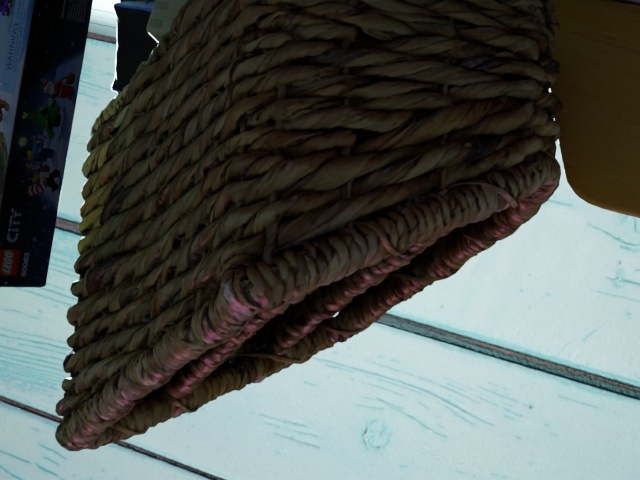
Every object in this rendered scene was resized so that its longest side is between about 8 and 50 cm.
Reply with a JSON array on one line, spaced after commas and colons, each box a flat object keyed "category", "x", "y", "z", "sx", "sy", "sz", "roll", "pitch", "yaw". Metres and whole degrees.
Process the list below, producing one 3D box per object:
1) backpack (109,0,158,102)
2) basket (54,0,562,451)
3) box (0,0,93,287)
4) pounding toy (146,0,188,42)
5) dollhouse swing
[{"category": "backpack", "x": -0.051, "y": -0.140, "z": 1.133, "sx": 0.173, "sy": 0.117, "sz": 0.158, "roll": -3, "pitch": -168, "yaw": -28}, {"category": "basket", "x": 0.000, "y": 0.000, "z": 0.851, "sx": 0.213, "sy": 0.223, "sz": 0.299, "roll": 14, "pitch": 152, "yaw": -23}, {"category": "box", "x": -0.208, "y": -0.102, "z": 0.919, "sx": 0.159, "sy": 0.233, "sz": 0.044, "roll": 16, "pitch": -172, "yaw": 40}, {"category": "pounding toy", "x": -0.008, "y": -0.141, "z": 0.973, "sx": 0.141, "sy": 0.100, "sz": 0.130, "roll": 12, "pitch": 169, "yaw": 21}, {"category": "dollhouse swing", "x": 0.272, "y": 0.040, "z": 0.984, "sx": 0.315, "sy": 0.305, "sz": 0.347, "roll": 14, "pitch": -175, "yaw": 20}]
